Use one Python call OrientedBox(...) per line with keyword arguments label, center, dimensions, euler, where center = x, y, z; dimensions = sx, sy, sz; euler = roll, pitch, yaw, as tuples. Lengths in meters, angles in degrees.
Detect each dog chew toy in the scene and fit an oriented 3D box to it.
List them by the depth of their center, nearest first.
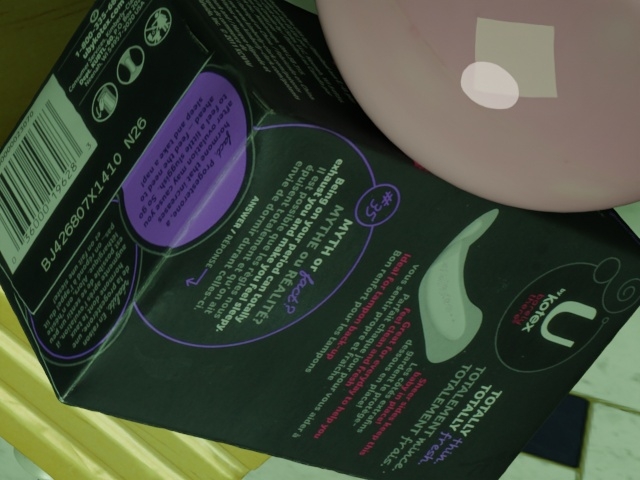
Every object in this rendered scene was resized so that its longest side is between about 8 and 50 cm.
OrientedBox(label="dog chew toy", center=(0.141, -0.151, 0.742), dimensions=(0.207, 0.206, 0.332), euler=(35, 136, -13))

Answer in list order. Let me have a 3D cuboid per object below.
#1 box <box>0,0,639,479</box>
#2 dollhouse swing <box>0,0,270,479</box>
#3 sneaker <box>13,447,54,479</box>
OrientedBox(label="box", center=(0.000, 0.000, 0.924), dimensions=(0.270, 0.143, 0.165), euler=(20, 114, -42))
OrientedBox(label="dollhouse swing", center=(-0.184, 0.055, 1.073), dimensions=(0.305, 0.315, 0.347), euler=(50, 126, 2))
OrientedBox(label="sneaker", center=(-0.140, 0.092, 1.290), dimensions=(0.106, 0.123, 0.290), euler=(22, 144, 9))
